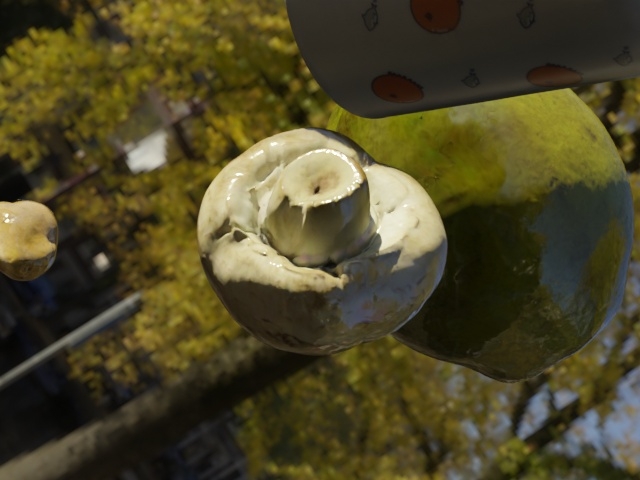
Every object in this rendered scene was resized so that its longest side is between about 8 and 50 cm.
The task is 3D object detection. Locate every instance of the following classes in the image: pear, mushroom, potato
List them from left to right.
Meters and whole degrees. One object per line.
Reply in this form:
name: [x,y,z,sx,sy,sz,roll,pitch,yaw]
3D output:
potato: [-0.244,0.000,1.219,0.062,0.068,0.083,71,-7,-55]
mushroom: [0.000,0.000,0.888,0.148,0.148,0.112,52,-21,38]
pear: [0.172,-0.040,1.716,0.413,0.352,0.352,56,-7,-2]

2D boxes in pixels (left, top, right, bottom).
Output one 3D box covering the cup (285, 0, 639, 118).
cup: [0.159,-0.216,1.170,0.317,0.212,0.212,-4,-53,37]
